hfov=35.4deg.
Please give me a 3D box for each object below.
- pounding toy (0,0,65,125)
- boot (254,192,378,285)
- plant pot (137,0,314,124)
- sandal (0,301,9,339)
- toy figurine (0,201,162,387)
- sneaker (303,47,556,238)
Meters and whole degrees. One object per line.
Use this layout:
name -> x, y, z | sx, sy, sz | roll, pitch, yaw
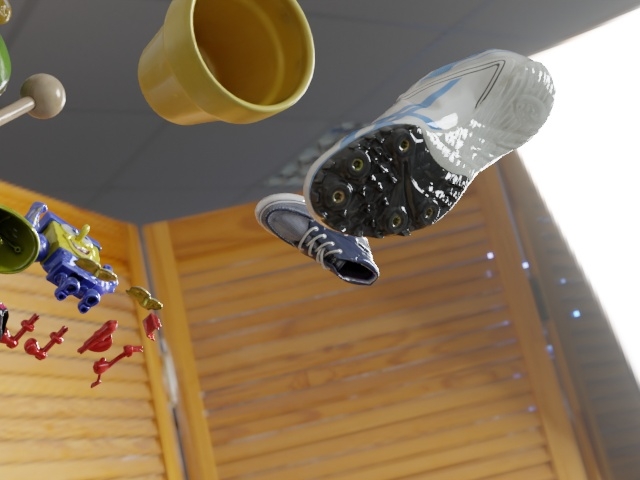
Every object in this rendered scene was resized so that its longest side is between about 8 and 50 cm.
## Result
pounding toy -> -0.400, -0.236, 1.123 | 0.110, 0.237, 0.183 | -51, -8, 28
boot -> 0.000, 0.000, 1.384 | 0.190, 0.086, 0.069 | 21, -64, -31
plant pot -> -0.179, -0.303, 1.691 | 0.254, 0.254, 0.239 | 0, -11, -40
sandal -> -0.404, 0.114, 1.235 | 0.040, 0.067, 0.179 | 5, -58, 2
toy figurine -> -0.432, 0.038, 1.551 | 0.191, 0.217, 0.362 | -47, -55, 11
sneaker -> 0.071, -0.070, 0.708 | 0.237, 0.085, 0.086 | -31, 30, -35
